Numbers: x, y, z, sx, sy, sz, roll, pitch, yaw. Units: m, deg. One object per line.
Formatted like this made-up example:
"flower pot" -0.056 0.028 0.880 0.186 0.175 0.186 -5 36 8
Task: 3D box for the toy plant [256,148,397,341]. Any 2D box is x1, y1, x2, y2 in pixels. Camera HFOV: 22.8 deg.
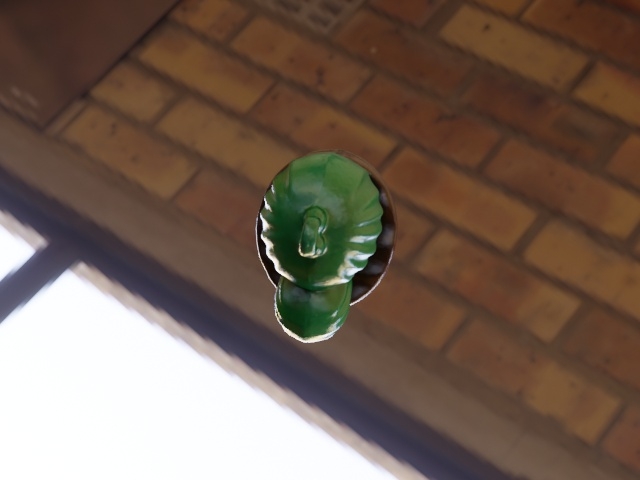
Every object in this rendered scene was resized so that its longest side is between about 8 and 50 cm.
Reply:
"toy plant" 0.000 0.000 1.156 0.105 0.143 0.200 13 15 8
